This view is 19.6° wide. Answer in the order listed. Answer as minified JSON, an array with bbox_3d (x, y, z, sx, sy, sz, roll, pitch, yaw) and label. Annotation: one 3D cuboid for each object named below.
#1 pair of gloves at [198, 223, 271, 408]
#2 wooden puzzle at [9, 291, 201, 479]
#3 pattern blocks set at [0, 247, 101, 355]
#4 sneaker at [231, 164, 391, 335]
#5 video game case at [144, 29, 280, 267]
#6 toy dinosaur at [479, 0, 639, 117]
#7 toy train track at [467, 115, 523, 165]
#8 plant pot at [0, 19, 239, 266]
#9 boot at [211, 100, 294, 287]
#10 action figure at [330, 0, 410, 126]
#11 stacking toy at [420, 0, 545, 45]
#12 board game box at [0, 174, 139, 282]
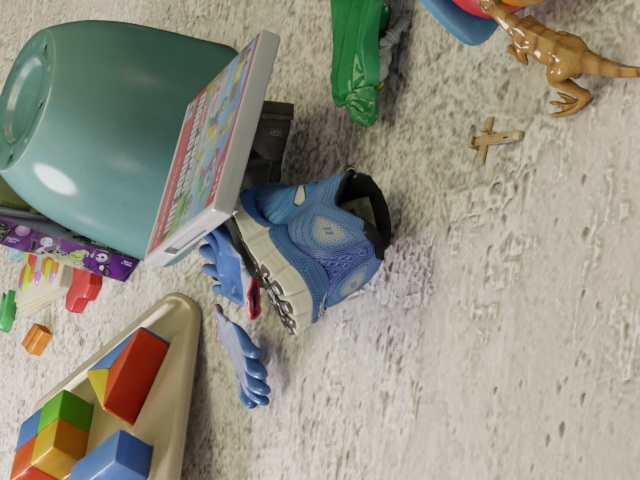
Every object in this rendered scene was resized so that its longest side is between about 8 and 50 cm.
[{"bbox_3d":[-0.092,0.082,1.964,0.159,0.023,0.198,-132,33,-57],"label":"pair of gloves"},{"bbox_3d":[-0.270,0.257,2.138,0.322,0.080,0.348,-38,35,32],"label":"wooden puzzle"},{"bbox_3d":[-0.385,0.023,2.627,0.325,0.026,0.285,-37,44,48],"label":"pattern blocks set"},{"bbox_3d":[0.000,0.000,1.857,0.147,0.130,0.330,-26,16,-3],"label":"sneaker"},{"bbox_3d":[-0.121,-0.093,2.001,0.285,0.025,0.204,149,138,-67],"label":"video game case"},{"bbox_3d":[0.216,-0.154,1.579,0.211,0.112,0.064,25,71,23],"label":"toy dinosaur"},{"bbox_3d":[0.159,-0.096,1.718,0.083,0.014,0.048,-3,72,60],"label":"toy train track"},{"bbox_3d":[-0.262,-0.139,2.273,0.293,0.235,0.293,-39,41,46],"label":"plant pot"},{"bbox_3d":[-0.084,-0.053,2.088,0.189,0.076,0.208,-166,80,-78],"label":"boot"},{"bbox_3d":[0.049,-0.219,1.937,0.137,0.063,0.232,-32,44,49],"label":"action figure"},{"bbox_3d":[0.218,-0.288,1.606,0.302,0.166,0.175,-6,52,48],"label":"stacking toy"},{"bbox_3d":[-0.402,-0.077,2.370,0.056,0.347,0.208,-55,33,28],"label":"board game box"}]
